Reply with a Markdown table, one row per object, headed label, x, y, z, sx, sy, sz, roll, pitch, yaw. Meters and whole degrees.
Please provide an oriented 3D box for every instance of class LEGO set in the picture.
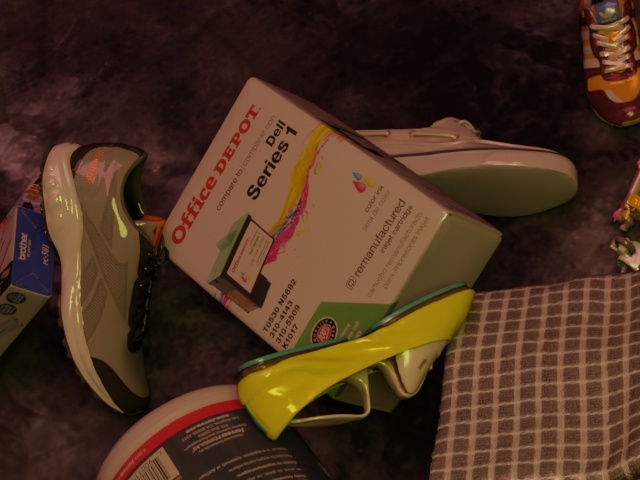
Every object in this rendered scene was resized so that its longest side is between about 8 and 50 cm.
| label | x | y | z | sx | sy | sz | roll | pitch | yaw |
| --- | --- | --- | --- | --- | --- | --- | --- | --- | --- |
| LEGO set | 0.375 | -0.070 | 1.476 | 0.287 | 0.107 | 0.132 | -41 | 85 | -11 |

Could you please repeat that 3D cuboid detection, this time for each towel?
| label | x | y | z | sx | sy | sz | roll | pitch | yaw |
| --- | --- | --- | --- | --- | --- | --- | --- | --- | --- |
| towel | 0.219 | 0.138 | 1.293 | 0.235 | 0.121 | 0.284 | -8 | 33 | 17 |

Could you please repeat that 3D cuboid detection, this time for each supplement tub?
| label | x | y | z | sx | sy | sz | roll | pitch | yaw |
| --- | --- | --- | --- | --- | --- | --- | --- | --- | --- |
| supplement tub | -0.054 | 0.271 | 1.282 | 0.191 | 0.191 | 0.272 | -32 | 52 | -9 |

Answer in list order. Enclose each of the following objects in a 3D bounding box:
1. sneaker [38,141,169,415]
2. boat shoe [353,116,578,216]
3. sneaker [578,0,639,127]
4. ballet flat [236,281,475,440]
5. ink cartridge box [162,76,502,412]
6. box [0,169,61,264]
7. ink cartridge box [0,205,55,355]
| label | x | y | z | sx | sy | sz | roll | pitch | yaw |
| --- | --- | --- | --- | --- | --- | --- | --- | --- | --- |
| sneaker | -0.194 | 0.037 | 1.478 | 0.108 | 0.272 | 0.100 | -8 | 8 | 9 |
| boat shoe | 0.129 | -0.079 | 1.559 | 0.267 | 0.096 | 0.088 | -3 | 57 | 25 |
| sneaker | 0.300 | -0.202 | 1.599 | 0.069 | 0.084 | 0.185 | -13 | 51 | 7 |
| ballet flat | 0.040 | 0.107 | 1.302 | 0.231 | 0.077 | 0.077 | -19 | 76 | -21 |
| ink cartridge box | 0.000 | 0.000 | 1.469 | 0.278 | 0.117 | 0.201 | 37 | 100 | 35 |
| box | -0.272 | -0.020 | 1.671 | 0.137 | 0.027 | 0.094 | 16 | 59 | 27 |
| ink cartridge box | -0.328 | 0.064 | 1.532 | 0.207 | 0.046 | 0.097 | -45 | 36 | 40 |
